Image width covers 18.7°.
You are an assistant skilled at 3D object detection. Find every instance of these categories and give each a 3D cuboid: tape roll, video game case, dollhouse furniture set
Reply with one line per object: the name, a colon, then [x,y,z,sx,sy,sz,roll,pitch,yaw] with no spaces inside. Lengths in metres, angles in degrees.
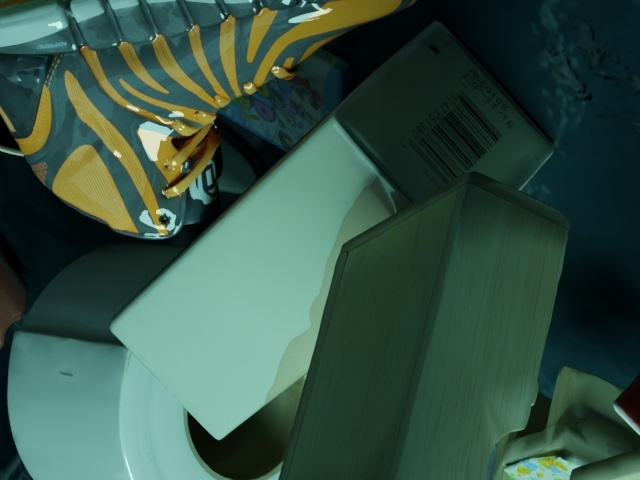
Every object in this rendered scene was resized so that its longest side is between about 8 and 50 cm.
tape roll: [-0.110,0.125,1.595,0.169,0.246,0.246,5,130,49]
video game case: [-0.045,-0.121,1.446,0.166,0.015,0.119,31,146,25]
dollhouse furniture set: [0.185,0.169,1.120,0.394,0.256,0.362,25,155,-19]

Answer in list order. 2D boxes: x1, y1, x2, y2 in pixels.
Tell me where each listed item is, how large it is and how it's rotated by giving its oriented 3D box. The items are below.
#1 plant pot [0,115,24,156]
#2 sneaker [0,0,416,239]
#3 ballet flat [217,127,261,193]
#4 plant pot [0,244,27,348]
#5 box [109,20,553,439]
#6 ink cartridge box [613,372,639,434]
plant pot: [-0.229,-0.173,1.460,0.215,0.215,0.230,56,166,-15]
sneaker: [-0.065,-0.106,1.292,0.321,0.124,0.180,-7,114,24]
ballet flat: [-0.146,-0.084,1.566,0.213,0.068,0.072,34,148,20]
plant pot: [-0.439,0.012,1.885,0.272,0.272,0.265,3,137,50]
box: [0.000,0.000,1.338,0.121,0.148,0.311,47,138,-2]
ink cartridge box: [0.321,0.077,0.937,0.261,0.296,0.066,48,149,-2]
